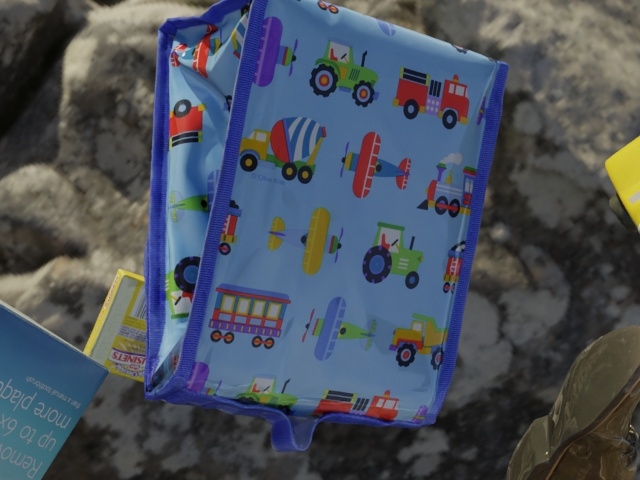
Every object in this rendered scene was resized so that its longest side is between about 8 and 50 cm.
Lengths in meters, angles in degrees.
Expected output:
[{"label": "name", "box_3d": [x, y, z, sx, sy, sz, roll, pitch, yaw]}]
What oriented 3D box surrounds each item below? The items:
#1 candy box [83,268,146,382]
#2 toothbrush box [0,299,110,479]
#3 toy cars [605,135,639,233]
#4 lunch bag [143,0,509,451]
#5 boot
[{"label": "candy box", "box_3d": [-0.136, 0.108, 1.365, 0.206, 0.105, 0.027, 20, 10, -27]}, {"label": "toothbrush box", "box_3d": [-0.336, 0.164, 0.995, 0.295, 0.126, 0.216, -57, 144, -9]}, {"label": "toy cars", "box_3d": [0.294, -0.115, 0.954, 0.087, 0.176, 0.393, 16, 84, -55]}, {"label": "lunch bag", "box_3d": [0.000, 0.000, 0.904, 0.221, 0.138, 0.293, 12, 78, -34]}, {"label": "boot", "box_3d": [0.325, 0.211, 1.489, 0.115, 0.305, 0.112, 21, 43, -5]}]
